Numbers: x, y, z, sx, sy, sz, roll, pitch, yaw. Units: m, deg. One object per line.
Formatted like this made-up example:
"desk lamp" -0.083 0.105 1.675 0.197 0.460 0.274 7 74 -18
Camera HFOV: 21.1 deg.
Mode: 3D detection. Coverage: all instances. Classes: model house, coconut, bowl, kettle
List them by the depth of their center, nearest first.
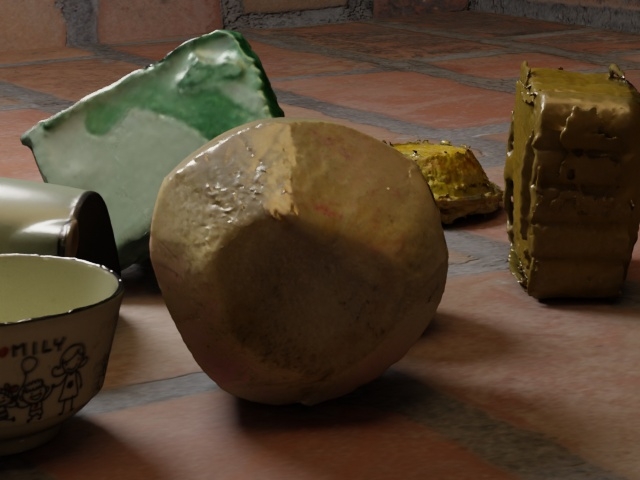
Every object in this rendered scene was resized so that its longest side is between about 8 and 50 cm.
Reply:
"bowl" -0.273 0.094 1.374 0.237 0.126 0.238 -1 14 0
"coconut" -0.021 0.012 1.471 0.259 0.259 0.259 -1 14 0
"kettle" -0.324 0.021 1.647 0.255 0.165 0.240 1 -14 7
"model house" -0.132 -0.049 1.931 0.267 0.194 0.325 -28 -23 3

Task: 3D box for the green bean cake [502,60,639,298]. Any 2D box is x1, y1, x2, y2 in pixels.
"green bean cake" 0.264 -0.064 1.790 0.131 0.224 0.230 3 16 1

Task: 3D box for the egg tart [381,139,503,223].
"egg tart" 0.129 -0.076 2.134 0.212 0.090 0.212 3 12 -1
